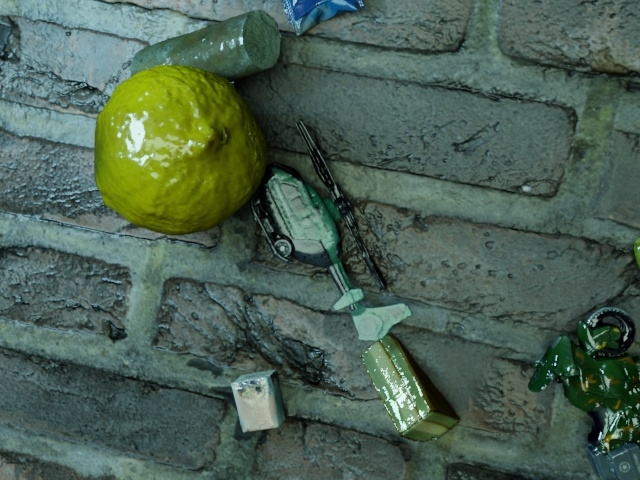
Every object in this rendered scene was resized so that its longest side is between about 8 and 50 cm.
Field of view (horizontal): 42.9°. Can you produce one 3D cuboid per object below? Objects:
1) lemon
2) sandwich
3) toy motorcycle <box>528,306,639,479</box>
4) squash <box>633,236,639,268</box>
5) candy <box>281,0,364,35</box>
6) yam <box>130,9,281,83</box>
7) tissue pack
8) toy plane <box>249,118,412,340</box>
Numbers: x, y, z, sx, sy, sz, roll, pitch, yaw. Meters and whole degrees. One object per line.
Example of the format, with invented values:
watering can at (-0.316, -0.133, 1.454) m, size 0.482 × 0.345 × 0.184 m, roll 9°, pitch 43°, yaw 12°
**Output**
lemon at (-0.225, -0.138, 1.281) m, size 0.322 × 0.268 × 0.268 m, roll -16°, pitch 94°, yaw 57°
sandwich at (0.150, 0.252, 1.383) m, size 0.079 × 0.113 × 0.163 m, roll -40°, pitch 53°, yaw 14°
toy motorcycle at (0.432, 0.252, 1.273) m, size 0.187 × 0.125 × 0.274 m, roll -20°, pitch 92°, yaw 4°
squash at (0.555, 0.075, 1.254) m, size 0.066 × 0.066 × 0.201 m, roll -39°, pitch 85°, yaw 13°
candy at (-0.001, -0.395, 1.328) m, size 0.136 × 0.038 × 0.088 m, roll -18°, pitch 89°, yaw 22°
yam at (-0.193, -0.299, 1.347) m, size 0.259 × 0.106 × 0.106 m, roll -9°, pitch 95°, yaw 34°
tissue pack at (-0.106, 0.280, 1.417) m, size 0.074 × 0.059 × 0.094 m, roll -12°, pitch 95°, yaw 11°
toy plane at (0.000, 0.000, 1.346) m, size 0.155 × 0.106 × 0.381 m, roll -28°, pitch 85°, yaw 2°
